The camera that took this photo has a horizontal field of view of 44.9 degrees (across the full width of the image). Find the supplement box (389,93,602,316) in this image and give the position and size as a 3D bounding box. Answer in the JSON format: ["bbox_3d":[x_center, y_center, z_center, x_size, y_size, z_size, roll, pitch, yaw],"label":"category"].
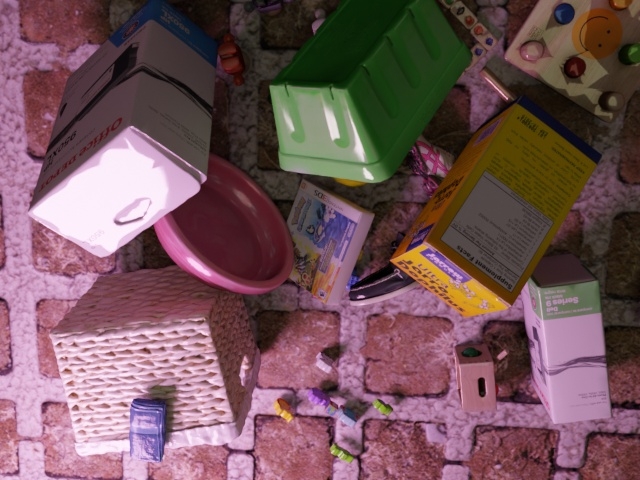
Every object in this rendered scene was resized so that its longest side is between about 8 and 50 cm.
[{"bbox_3d":[0.326,-0.059,1.457,0.194,0.195,0.356,37,73,-4],"label":"supplement box"}]

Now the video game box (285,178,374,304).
[{"bbox_3d":[0.000,0.000,1.584,0.048,0.187,0.205,8,108,-44],"label":"video game box"}]

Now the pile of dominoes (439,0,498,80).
[{"bbox_3d":[0.199,-0.413,1.535,0.251,0.040,0.196,43,102,-6],"label":"pile of dominoes"}]

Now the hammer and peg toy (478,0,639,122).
[{"bbox_3d":[0.488,-0.351,1.484,0.266,0.127,0.361,32,103,-4],"label":"hammer and peg toy"}]

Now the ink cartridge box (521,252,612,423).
[{"bbox_3d":[0.491,0.194,1.565,0.122,0.211,0.289,-9,102,5],"label":"ink cartridge box"}]

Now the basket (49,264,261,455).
[{"bbox_3d":[-0.312,0.222,1.553,0.332,0.328,0.266,-7,109,6],"label":"basket"}]

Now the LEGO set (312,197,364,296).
[{"bbox_3d":[0.050,0.034,1.619,0.087,0.093,0.227,15,103,0],"label":"LEGO set"}]

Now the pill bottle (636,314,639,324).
[{"bbox_3d":[0.734,0.093,1.575,0.117,0.117,0.214,24,104,-2],"label":"pill bottle"}]

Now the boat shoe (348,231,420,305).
[{"bbox_3d":[0.200,0.025,1.591,0.340,0.127,0.113,-23,100,7],"label":"boat shoe"}]

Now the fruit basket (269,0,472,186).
[{"bbox_3d":[0.095,-0.229,1.431,0.283,0.392,0.391,12,106,36],"label":"fruit basket"}]

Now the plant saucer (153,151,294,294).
[{"bbox_3d":[-0.200,-0.027,1.514,0.332,0.332,0.084,46,121,-7],"label":"plant saucer"}]

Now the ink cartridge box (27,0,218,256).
[{"bbox_3d":[-0.343,-0.209,1.393,0.286,0.394,0.166,-33,130,28],"label":"ink cartridge box"}]

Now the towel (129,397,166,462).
[{"bbox_3d":[-0.315,0.346,1.408,0.067,0.029,0.119,6,106,3],"label":"towel"}]

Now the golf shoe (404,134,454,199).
[{"bbox_3d":[0.227,-0.163,1.585,0.086,0.067,0.186,-35,99,-17],"label":"golf shoe"}]

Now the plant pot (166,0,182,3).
[{"bbox_3d":[-0.296,-0.559,1.442,0.284,0.284,0.190,14,138,1],"label":"plant pot"}]

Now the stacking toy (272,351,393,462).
[{"bbox_3d":[0.030,0.371,1.723,0.221,0.052,0.167,37,104,-7],"label":"stacking toy"}]

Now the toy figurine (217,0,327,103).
[{"bbox_3d":[-0.078,-0.376,1.515,0.213,0.148,0.209,29,97,-1],"label":"toy figurine"}]

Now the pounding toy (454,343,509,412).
[{"bbox_3d":[0.341,0.278,1.636,0.100,0.130,0.141,-5,102,5],"label":"pounding toy"}]
